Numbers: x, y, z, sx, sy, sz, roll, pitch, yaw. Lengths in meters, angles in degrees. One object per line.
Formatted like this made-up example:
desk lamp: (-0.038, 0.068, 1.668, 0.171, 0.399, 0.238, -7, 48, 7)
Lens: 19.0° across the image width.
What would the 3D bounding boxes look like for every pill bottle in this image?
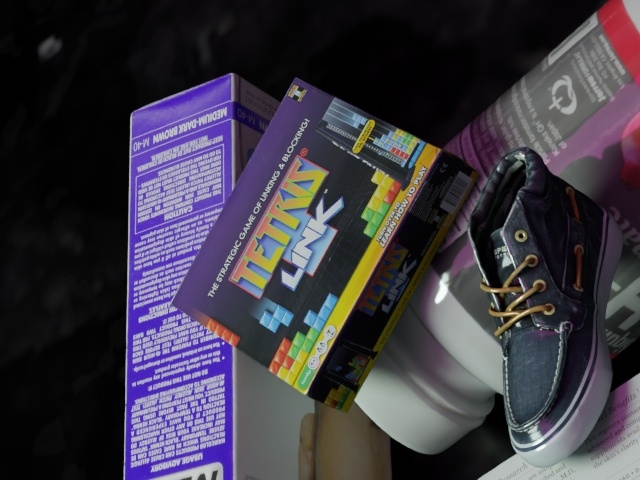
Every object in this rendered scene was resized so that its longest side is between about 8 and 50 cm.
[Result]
pill bottle: (0.151, -0.008, 1.224, 0.318, 0.176, 0.176, -42, 50, 20)

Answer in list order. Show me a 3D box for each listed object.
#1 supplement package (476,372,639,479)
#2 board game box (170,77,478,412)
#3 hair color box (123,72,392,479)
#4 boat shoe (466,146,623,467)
supplement package: (0.244, 0.155, 1.052, 0.262, 0.204, 0.145, -37, 54, 24)
board game box: (0.000, 0.000, 1.191, 0.141, 0.048, 0.170, 29, 91, 41)
hair color box: (-0.042, 0.075, 1.350, 0.110, 0.185, 0.339, -17, 62, 33)
boat shoe: (0.114, 0.034, 1.051, 0.065, 0.083, 0.183, -30, 32, 38)
